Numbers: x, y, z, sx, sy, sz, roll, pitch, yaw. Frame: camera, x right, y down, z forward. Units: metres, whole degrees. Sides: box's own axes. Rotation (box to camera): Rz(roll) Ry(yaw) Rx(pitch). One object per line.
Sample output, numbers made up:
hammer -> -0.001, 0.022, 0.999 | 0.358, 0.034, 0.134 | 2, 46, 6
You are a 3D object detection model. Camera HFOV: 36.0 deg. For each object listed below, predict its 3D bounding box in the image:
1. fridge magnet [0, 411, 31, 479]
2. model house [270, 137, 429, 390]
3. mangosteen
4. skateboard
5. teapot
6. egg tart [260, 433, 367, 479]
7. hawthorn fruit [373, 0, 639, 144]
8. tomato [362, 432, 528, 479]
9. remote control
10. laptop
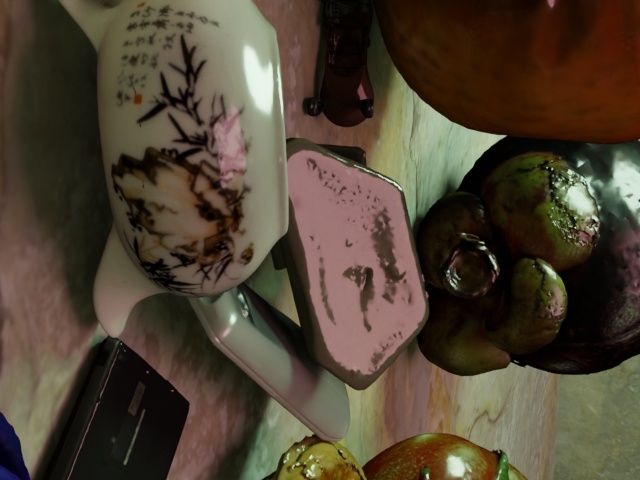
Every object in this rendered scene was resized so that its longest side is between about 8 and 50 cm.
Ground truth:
fridge magnet -> -0.216, 0.189, 0.448 | 0.265, 0.113, 0.265 | 11, 90, -67
model house -> 0.008, -0.001, 0.888 | 0.188, 0.122, 0.229 | -136, -152, -69
mangosteen -> 0.335, 0.033, 1.430 | 0.421, 0.381, 0.381 | -44, 139, -37
skateboard -> 0.031, -0.191, 1.000 | 0.080, 0.067, 0.151 | 8, 87, -77
teapot -> -0.097, -0.085, 0.627 | 0.208, 0.166, 0.299 | -75, 155, -65
egg tart -> -0.037, 0.326, 0.938 | 0.290, 0.115, 0.290 | 3, 90, -67
hawthorn fruit -> 0.241, -0.326, 1.009 | 0.472, 0.472, 0.471 | 8, 90, -68
tomato -> 0.141, 0.392, 1.174 | 0.239, 0.303, 0.303 | -45, -179, 34
remote control -> -0.039, 0.088, 0.854 | 0.055, 0.109, 0.313 | -33, 149, 1
laptop -> -0.156, 0.190, 0.712 | 0.154, 0.026, 0.207 | 61, 42, -56
